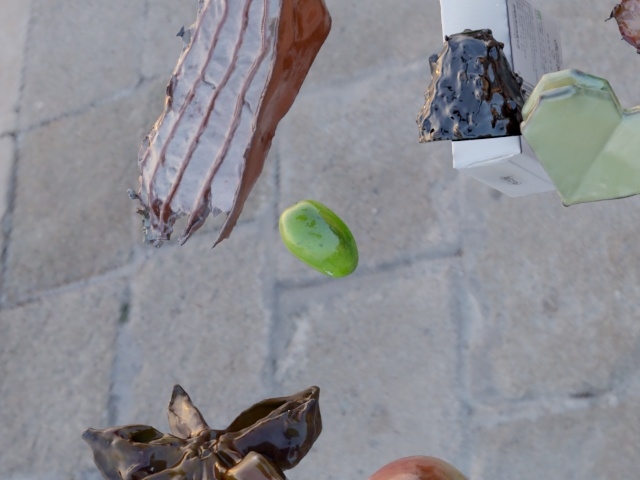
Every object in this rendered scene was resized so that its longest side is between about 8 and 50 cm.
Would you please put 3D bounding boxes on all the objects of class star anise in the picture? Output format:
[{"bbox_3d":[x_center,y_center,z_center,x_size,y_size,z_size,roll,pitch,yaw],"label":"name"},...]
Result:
[{"bbox_3d":[-0.081,0.188,0.951,0.196,0.212,0.111,-139,40,-67],"label":"star anise"}]

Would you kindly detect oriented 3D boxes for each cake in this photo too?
[{"bbox_3d":[-0.073,-0.125,0.961,0.098,0.135,0.287,23,89,13],"label":"cake"}]

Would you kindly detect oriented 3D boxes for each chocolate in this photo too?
[{"bbox_3d":[0.185,-0.185,1.471,0.156,0.156,0.133,0,96,36],"label":"chocolate"}]

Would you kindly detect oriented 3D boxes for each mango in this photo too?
[{"bbox_3d":[0.000,0.000,1.434,0.073,0.108,0.056,-38,11,32],"label":"mango"}]

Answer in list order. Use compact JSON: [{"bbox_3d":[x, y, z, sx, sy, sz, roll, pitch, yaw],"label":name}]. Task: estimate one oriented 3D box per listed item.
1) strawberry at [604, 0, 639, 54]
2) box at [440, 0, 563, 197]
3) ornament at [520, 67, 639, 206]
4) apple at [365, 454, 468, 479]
[{"bbox_3d":[0.543,-0.333,1.578,0.253,0.150,0.280,39,132,13],"label":"strawberry"},{"bbox_3d":[0.262,-0.208,1.725,0.111,0.194,0.260,-14,71,30],"label":"box"},{"bbox_3d":[0.316,-0.102,1.419,0.180,0.201,0.059,115,170,-46],"label":"ornament"},{"bbox_3d":[0.114,0.364,1.463,0.164,0.209,0.209,-28,55,25],"label":"apple"}]
